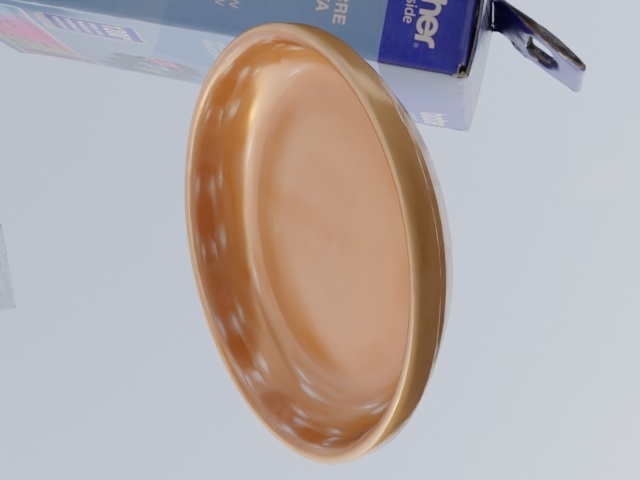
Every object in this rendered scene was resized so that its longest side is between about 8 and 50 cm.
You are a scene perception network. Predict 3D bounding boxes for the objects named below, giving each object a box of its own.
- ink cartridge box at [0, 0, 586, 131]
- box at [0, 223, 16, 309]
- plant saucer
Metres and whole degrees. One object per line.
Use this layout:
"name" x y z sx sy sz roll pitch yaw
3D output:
"ink cartridge box" -0.023 -0.174 1.119 0.270 0.395 0.151 26 -107 -83
"box" -0.360 0.036 1.309 0.242 0.307 0.077 -10 -90 -7
"plant saucer" 0.000 0.000 0.797 0.037 0.200 0.200 -10 -62 -30
